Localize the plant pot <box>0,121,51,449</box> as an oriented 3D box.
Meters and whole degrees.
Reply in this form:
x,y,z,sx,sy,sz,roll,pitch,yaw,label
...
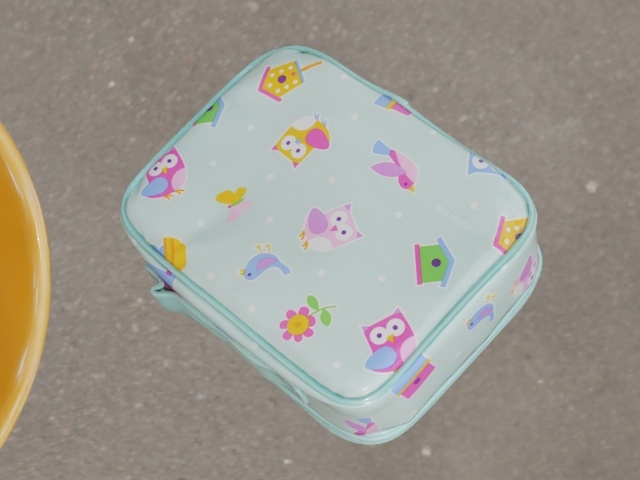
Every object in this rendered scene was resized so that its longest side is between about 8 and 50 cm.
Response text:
x,y,z,sx,sy,sz,roll,pitch,yaw,label
-0.244,0.015,0.458,0.205,0.188,0.205,-6,99,-45,plant pot

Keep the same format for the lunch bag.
x,y,z,sx,sy,sz,roll,pitch,yaw,label
0.000,0.000,0.848,0.224,0.279,0.108,-48,151,-9,lunch bag
